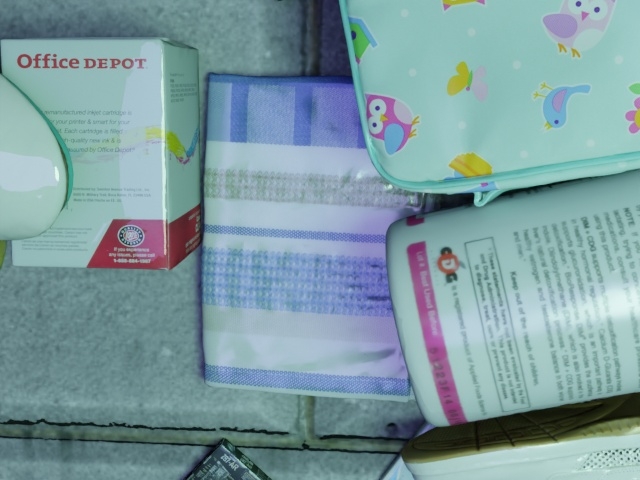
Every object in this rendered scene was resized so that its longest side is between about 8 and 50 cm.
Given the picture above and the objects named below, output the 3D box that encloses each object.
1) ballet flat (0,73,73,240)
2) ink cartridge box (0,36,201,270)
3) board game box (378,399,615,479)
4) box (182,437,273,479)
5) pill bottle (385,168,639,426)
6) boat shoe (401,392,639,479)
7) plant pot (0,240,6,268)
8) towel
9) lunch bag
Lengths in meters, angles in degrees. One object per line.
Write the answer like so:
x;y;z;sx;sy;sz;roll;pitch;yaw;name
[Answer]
-0.357;-0.115;0.653;0.400;0.139;0.139;36;101;22;ballet flat
-0.171;-0.074;0.717;0.128;0.127;0.176;2;100;5;ink cartridge box
0.268;0.258;0.781;0.390;0.050;0.390;36;100;-2;board game box
-0.082;0.235;0.818;0.083;0.018;0.067;42;100;-3;box
0.201;0.034;0.643;0.283;0.160;0.160;-13;98;11;pill bottle
0.205;0.181;0.697;0.277;0.098;0.096;-8;98;4;boat shoe
-0.355;0.004;0.760;0.134;0.095;0.134;1;100;3;plant pot
0.000;0.000;0.767;0.209;0.034;0.285;2;98;6;towel
0.151;-0.142;0.587;0.279;0.108;0.224;-7;102;25;lunch bag
